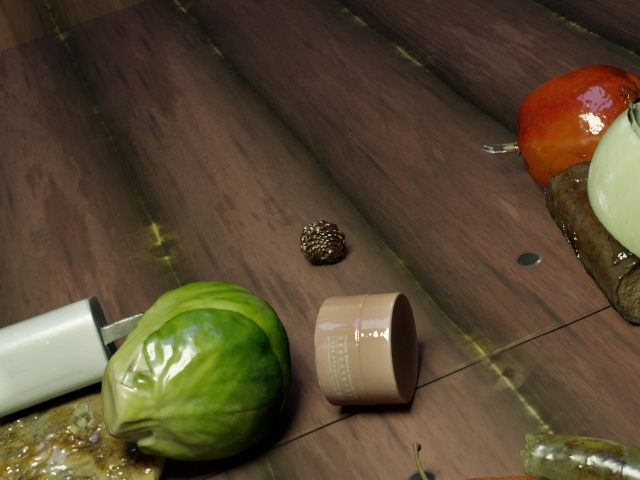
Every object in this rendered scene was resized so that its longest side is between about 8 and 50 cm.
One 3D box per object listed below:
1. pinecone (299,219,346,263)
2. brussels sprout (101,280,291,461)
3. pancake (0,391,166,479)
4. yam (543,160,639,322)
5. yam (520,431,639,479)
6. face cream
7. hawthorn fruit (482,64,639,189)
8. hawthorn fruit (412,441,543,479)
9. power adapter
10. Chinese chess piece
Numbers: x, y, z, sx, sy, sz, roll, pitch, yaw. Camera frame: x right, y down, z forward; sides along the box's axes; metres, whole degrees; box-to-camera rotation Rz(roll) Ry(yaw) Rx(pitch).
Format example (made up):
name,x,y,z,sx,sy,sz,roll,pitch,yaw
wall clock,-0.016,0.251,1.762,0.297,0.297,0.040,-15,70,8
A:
name,x,y,z,sx,sy,sz,roll,pitch,yaw
pinecone,0.000,0.000,1.811,0.077,0.077,0.083,-22,32,-10
brussels sprout,-0.165,0.180,1.458,0.271,0.220,0.210,-16,24,-34
pancake,-0.375,0.318,1.490,0.356,0.065,0.356,-10,33,7
yam,0.424,-0.006,1.591,0.131,0.131,0.280,-16,33,-1
yam,0.375,0.270,1.231,0.317,0.067,0.071,8,9,34
face cream,0.063,0.146,1.483,0.104,0.149,0.149,-5,33,19
hawthorn fruit,0.402,-0.165,1.786,0.299,0.211,0.211,-12,30,27
hawthorn fruit,0.155,0.304,1.206,0.165,0.165,0.285,-30,29,-22
power adapter,-0.375,0.160,1.634,0.255,0.124,0.187,-19,2,-7
Chinese chess piece,0.535,-0.060,1.480,0.349,0.146,0.349,14,31,-9
